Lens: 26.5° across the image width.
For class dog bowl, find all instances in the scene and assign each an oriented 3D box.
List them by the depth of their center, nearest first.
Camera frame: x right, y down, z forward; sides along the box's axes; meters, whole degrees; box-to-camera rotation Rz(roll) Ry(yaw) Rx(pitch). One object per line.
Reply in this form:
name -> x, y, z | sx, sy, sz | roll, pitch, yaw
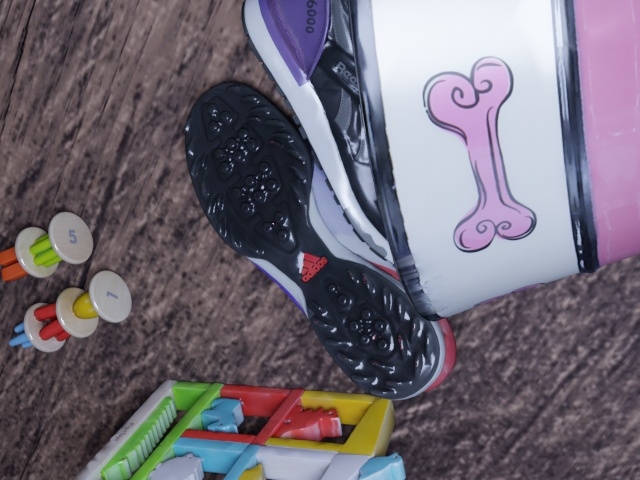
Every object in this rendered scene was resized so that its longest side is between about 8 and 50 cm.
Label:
dog bowl -> 0.126, -0.157, 0.837 | 0.150, 0.408, 0.408 | -4, 115, 13

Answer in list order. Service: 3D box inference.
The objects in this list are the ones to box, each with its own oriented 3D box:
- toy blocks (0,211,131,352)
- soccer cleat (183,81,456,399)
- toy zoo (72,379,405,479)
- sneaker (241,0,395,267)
toy blocks -> -0.273, 0.048, 1.343 | 0.148, 0.054, 0.123 | -24, 105, 34
soccer cleat -> 0.000, 0.000, 1.158 | 0.108, 0.116, 0.318 | -43, 75, 14
toy zoo -> -0.059, 0.196, 1.232 | 0.293, 0.192, 0.030 | 1, 117, 25
sneaker -> 0.059, -0.099, 1.065 | 0.124, 0.107, 0.283 | -26, 102, 34
